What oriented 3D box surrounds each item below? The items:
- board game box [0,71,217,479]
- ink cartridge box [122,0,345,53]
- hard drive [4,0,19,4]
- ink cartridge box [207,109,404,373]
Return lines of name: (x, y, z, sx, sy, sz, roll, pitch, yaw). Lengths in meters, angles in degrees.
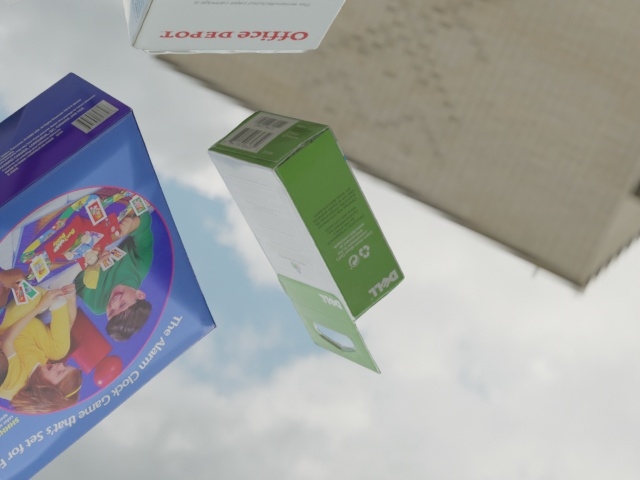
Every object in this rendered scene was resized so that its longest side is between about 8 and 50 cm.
board game box: (-0.254, 0.074, 1.288, 0.347, 0.233, 0.078, -39, -133, -22)
ink cartridge box: (-0.040, -0.188, 1.071, 0.127, 0.175, 0.072, -3, -115, -22)
hard drive: (-0.041, -0.270, 0.698, 0.047, 0.353, 0.233, 36, 171, 2)
ink cartridge box: (0.000, 0.000, 1.459, 0.062, 0.209, 0.109, -38, -152, -21)
